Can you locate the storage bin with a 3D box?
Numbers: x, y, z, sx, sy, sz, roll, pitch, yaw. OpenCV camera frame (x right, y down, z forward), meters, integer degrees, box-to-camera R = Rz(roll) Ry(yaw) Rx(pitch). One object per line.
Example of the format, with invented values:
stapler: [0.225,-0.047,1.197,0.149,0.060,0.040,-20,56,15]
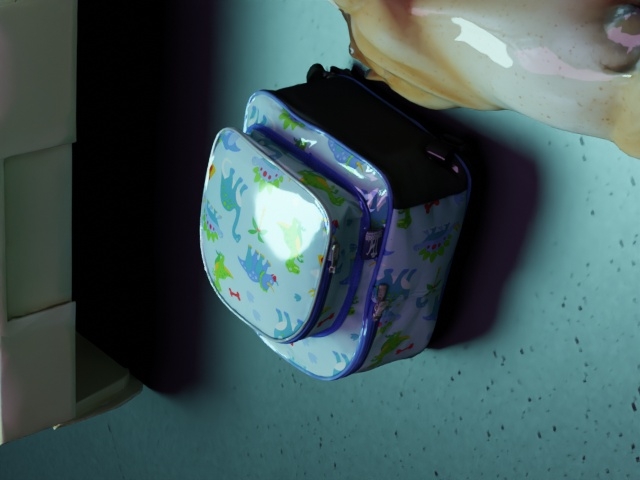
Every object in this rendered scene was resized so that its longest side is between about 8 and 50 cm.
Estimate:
storage bin: [-0.207,-0.058,0.798,0.260,0.123,0.262,30,125,41]

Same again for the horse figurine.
horse figurine: [0.078,-0.082,0.447,0.263,0.066,0.174,11,152,37]

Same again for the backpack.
backpack: [0.000,0.000,0.595,0.105,0.084,0.114,37,133,40]
